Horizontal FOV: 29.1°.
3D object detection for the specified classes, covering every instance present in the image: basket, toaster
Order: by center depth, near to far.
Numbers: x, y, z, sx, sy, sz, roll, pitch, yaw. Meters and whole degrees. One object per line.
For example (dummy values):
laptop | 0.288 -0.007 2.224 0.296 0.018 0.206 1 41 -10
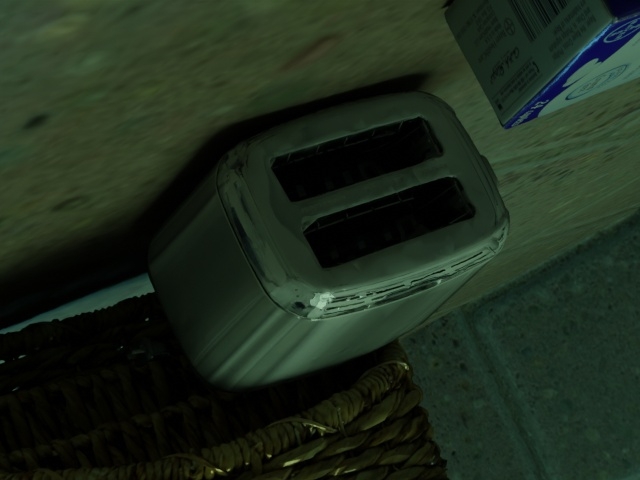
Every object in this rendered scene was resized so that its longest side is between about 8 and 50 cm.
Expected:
toaster | 0.000 0.000 0.725 0.227 0.129 0.146 -17 164 -31
basket | -0.086 0.123 0.793 0.299 0.223 0.213 -14 171 -23

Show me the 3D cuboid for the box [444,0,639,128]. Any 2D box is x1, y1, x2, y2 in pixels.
box | 0.149 -0.125 0.583 0.137 0.072 0.126 -23 171 -20
